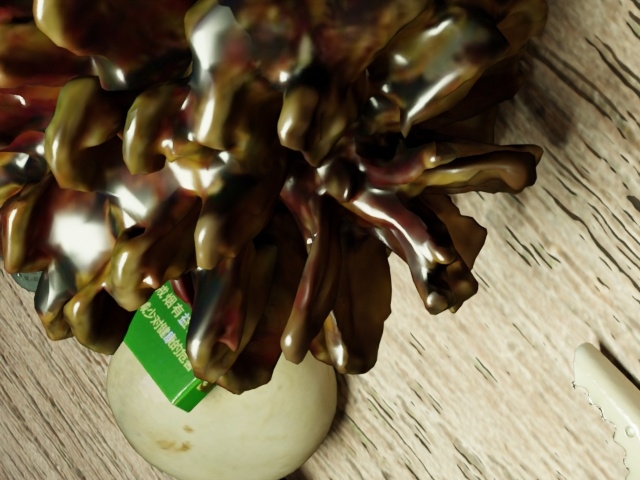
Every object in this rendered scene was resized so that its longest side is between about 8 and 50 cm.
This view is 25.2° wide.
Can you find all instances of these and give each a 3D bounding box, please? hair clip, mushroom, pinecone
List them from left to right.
[{"bbox_3d":[-0.082,0.111,1.263,0.204,0.204,0.204,31,131,45],"label":"mushroom"},{"bbox_3d":[-0.038,-0.084,0.906,0.397,0.397,0.398,31,131,45],"label":"pinecone"},{"bbox_3d":[0.230,0.167,0.941,0.072,0.034,0.226,-30,79,53],"label":"hair clip"}]

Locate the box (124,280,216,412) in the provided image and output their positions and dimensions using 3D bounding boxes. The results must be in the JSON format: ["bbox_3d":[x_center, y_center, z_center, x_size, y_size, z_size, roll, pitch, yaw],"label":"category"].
[{"bbox_3d":[-0.064,0.011,1.150,0.132,0.235,0.034,47,-176,32],"label":"box"}]

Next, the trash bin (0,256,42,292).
[{"bbox_3d":[-0.282,-0.036,1.482,0.175,0.175,0.161,32,141,44],"label":"trash bin"}]

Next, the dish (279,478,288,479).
[{"bbox_3d":[-0.068,0.277,1.321,0.273,0.273,0.134,13,74,53],"label":"dish"}]
